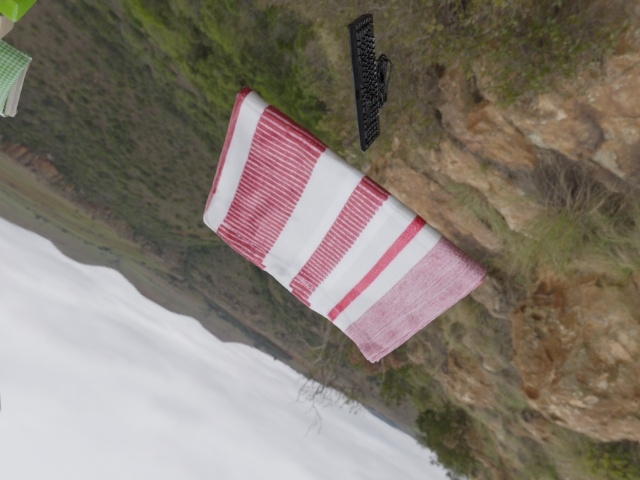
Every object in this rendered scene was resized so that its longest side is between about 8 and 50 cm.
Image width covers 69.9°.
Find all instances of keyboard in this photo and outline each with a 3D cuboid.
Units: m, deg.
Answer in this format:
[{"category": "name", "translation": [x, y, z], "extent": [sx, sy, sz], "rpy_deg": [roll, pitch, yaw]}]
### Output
[{"category": "keyboard", "translation": [0.081, -0.234, 0.676], "extent": [0.038, 0.100, 0.192], "rpy_deg": [11, 135, 23]}]

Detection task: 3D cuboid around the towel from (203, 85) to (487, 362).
[{"category": "towel", "translation": [0.000, 0.000, 0.564], "extent": [0.329, 0.037, 0.237], "rpy_deg": [38, 138, 5]}]

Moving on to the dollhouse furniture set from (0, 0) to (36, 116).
[{"category": "dollhouse furniture set", "translation": [-0.529, -0.271, 0.610], "extent": [0.197, 0.151, 0.301], "rpy_deg": [39, 139, -20]}]
